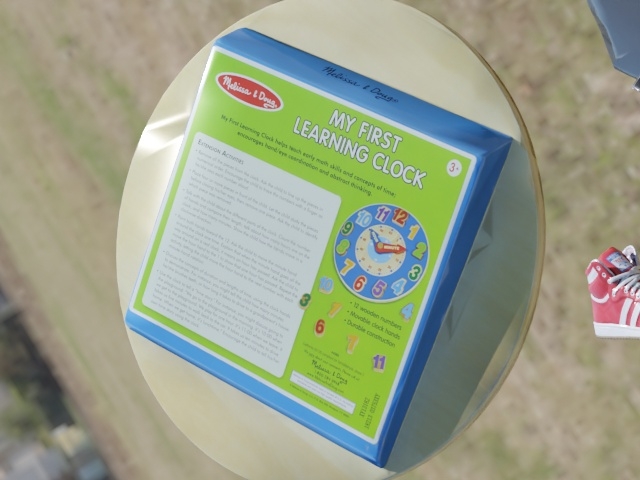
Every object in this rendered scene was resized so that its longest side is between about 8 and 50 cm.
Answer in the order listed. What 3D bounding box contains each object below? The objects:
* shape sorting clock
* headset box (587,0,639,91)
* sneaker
[{"bbox_3d":[0.000,0.000,0.769,0.040,0.206,0.206,2,-134,-55],"label":"shape sorting clock"},{"bbox_3d":[0.318,-0.176,1.152,0.218,0.293,0.110,36,160,48],"label":"headset box"},{"bbox_3d":[0.238,0.036,1.366,0.118,0.042,0.067,-7,100,55],"label":"sneaker"}]
